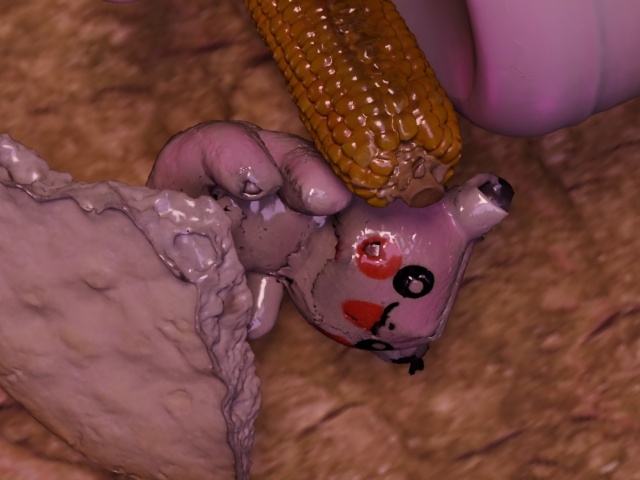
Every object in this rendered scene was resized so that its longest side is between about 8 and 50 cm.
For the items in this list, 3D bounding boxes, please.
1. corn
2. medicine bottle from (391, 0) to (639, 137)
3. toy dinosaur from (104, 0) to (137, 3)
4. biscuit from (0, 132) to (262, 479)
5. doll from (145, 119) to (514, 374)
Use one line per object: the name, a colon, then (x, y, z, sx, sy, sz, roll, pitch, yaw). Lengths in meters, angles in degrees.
corn: (0.005, -0.102, 0.716, 0.068, 0.068, 0.207, -26, 68, -4)
medicine bottle: (0.167, -0.206, 0.678, 0.302, 0.241, 0.241, -24, 109, -5)
toy dinosaur: (-0.106, -0.212, 0.652, 0.152, 0.177, 0.194, 10, 102, -16)
biscuit: (-0.114, 0.033, 0.745, 0.188, 0.040, 0.265, -31, 107, 37)
doll: (0.000, 0.000, 0.779, 0.192, 0.095, 0.149, 20, 130, -14)
